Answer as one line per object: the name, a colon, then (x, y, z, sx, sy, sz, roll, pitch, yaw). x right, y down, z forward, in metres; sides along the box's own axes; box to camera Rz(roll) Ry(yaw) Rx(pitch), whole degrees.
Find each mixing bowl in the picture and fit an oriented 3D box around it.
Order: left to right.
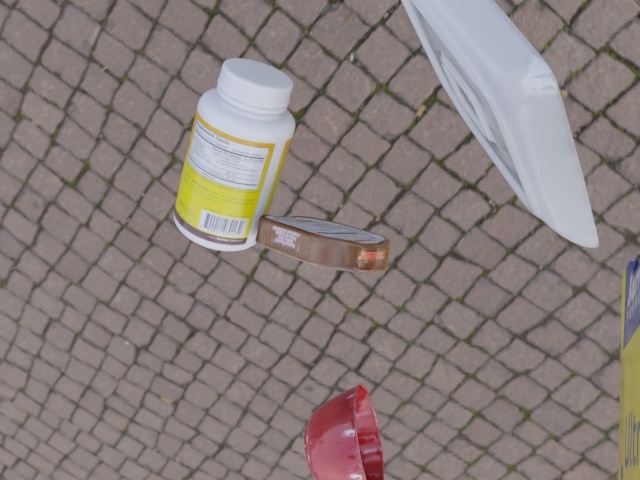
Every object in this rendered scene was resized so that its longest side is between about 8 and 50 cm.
mixing bowl: (0.033, 0.325, 1.133, 0.098, 0.181, 0.182, -12, 118, 12)

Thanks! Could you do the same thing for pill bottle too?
pill bottle: (-0.101, -0.102, 0.865, 0.117, 0.117, 0.215, 21, 119, 2)

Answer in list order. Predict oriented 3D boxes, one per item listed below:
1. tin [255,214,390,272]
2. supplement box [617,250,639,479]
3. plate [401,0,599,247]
tin: (0.000, 0.000, 0.824, 0.189, 0.106, 0.040, 18, 108, 51)
supplement box: (0.296, 0.084, 0.229, 0.356, 0.196, 0.194, 4, 162, 17)
plate: (0.153, -0.142, 0.669, 0.045, 0.278, 0.277, -31, 143, 9)
